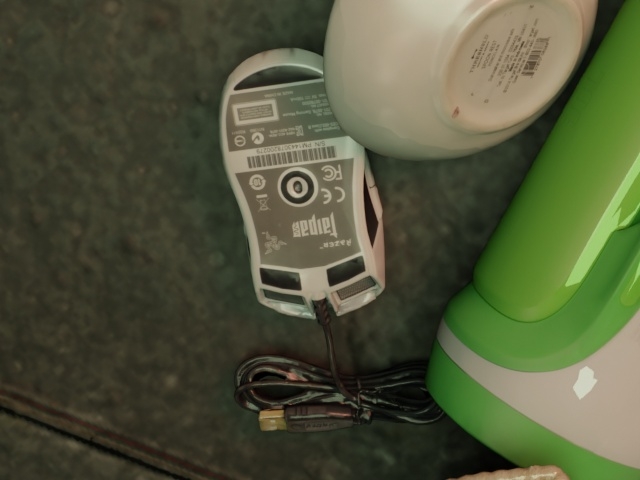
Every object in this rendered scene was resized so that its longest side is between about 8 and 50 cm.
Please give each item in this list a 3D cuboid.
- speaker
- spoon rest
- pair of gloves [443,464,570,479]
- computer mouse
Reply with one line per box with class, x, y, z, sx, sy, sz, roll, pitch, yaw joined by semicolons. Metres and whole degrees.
speaker;0.163;-0.038;0.644;0.131;0.131;0.296;28;102;-1
spoon rest;0.088;-0.150;0.624;0.137;0.084;0.276;2;127;-34
pair of gloves;0.157;0.148;0.656;0.240;0.204;0.042;-6;60;6
computer mouse;0.000;0.000;0.712;0.106;0.042;0.193;-5;106;11
